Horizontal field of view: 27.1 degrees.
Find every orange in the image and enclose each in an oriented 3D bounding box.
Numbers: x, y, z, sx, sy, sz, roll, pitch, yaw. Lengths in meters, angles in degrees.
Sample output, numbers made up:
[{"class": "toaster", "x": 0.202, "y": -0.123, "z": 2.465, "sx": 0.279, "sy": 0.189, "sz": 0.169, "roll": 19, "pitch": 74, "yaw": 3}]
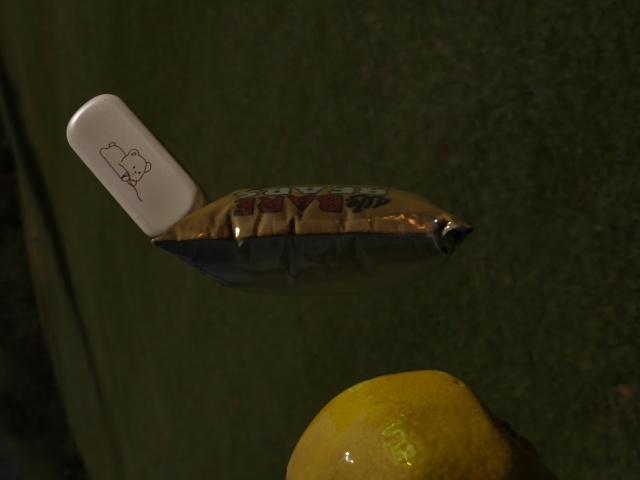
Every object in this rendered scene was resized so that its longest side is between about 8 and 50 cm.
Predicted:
[{"class": "orange", "x": 0.099, "y": 0.250, "z": 1.214, "sx": 0.279, "sy": 0.235, "sz": 0.279, "roll": 48, "pitch": 171, "yaw": 10}]

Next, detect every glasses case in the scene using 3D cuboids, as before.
[{"class": "glasses case", "x": -0.204, "y": -0.079, "z": 1.492, "sx": 0.196, "sy": 0.083, "sz": 0.050, "roll": 46, "pitch": -179, "yaw": 18}]

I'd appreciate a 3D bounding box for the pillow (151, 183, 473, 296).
[{"class": "pillow", "x": 0.000, "y": 0.000, "z": 1.418, "sx": 0.312, "sy": 0.310, "sz": 0.119, "roll": 12, "pitch": -101, "yaw": -86}]
